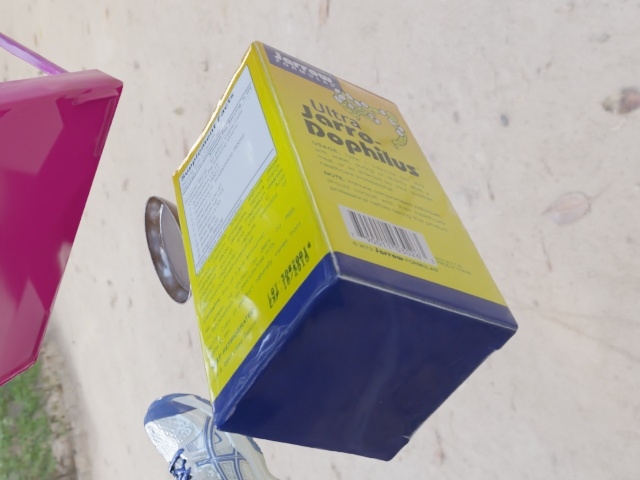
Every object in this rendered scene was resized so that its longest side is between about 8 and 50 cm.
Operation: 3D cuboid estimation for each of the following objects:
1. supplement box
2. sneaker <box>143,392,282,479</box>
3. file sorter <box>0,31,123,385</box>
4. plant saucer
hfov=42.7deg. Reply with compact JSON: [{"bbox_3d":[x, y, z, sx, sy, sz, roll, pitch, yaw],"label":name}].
[{"bbox_3d":[0.000,0.000,0.799,0.194,0.195,0.356,-53,36,29],"label":"supplement box"},{"bbox_3d":[-0.121,0.303,0.968,0.296,0.131,0.112,37,133,20],"label":"sneaker"},{"bbox_3d":[-0.269,-0.006,0.377,0.182,0.291,0.202,29,113,9],"label":"file sorter"},{"bbox_3d":[-0.219,0.012,1.224,0.168,0.029,0.168,38,136,48],"label":"plant saucer"}]
